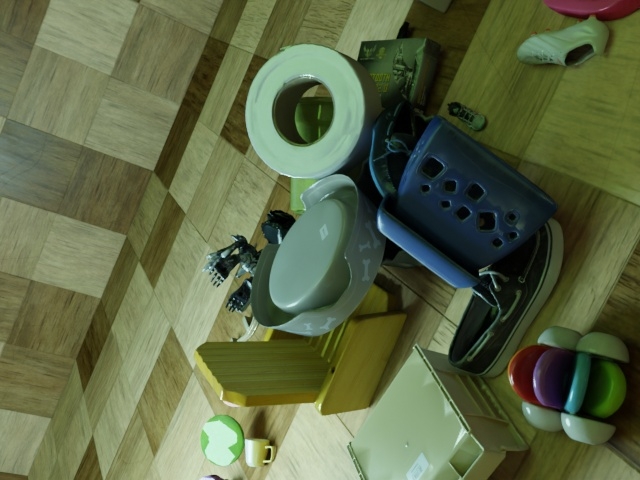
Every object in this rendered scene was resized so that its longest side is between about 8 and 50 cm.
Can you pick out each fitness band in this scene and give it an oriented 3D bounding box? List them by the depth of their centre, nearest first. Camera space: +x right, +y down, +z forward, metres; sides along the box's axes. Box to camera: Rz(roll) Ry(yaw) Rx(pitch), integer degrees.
[{"bbox_3d":[0.508,-0.503,1.390,0.209,0.054,0.291,-65,28,10],"label":"fitness band"}]

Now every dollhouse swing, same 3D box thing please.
[{"bbox_3d":[-0.064,0.192,1.699,0.347,0.305,0.315,33,102,62],"label":"dollhouse swing"}]

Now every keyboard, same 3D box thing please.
[{"bbox_3d":[0.192,-0.452,1.949,0.100,0.038,0.192,-140,69,-85],"label":"keyboard"}]

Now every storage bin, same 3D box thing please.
[{"bbox_3d":[0.193,0.361,1.334,0.262,0.123,0.260,-59,31,20],"label":"storage bin"}]

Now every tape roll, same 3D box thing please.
[{"bbox_3d":[-0.016,-0.273,1.655,0.286,0.100,0.286,1,93,26],"label":"tape roll"}]

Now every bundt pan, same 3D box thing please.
[{"bbox_3d":[0.201,-0.088,1.596,0.331,0.124,0.331,-39,41,45],"label":"bundt pan"}]

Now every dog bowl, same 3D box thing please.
[{"bbox_3d":[-0.002,0.039,1.588,0.349,0.102,0.349,-40,34,34],"label":"dog bowl"}]

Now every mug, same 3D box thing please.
[{"bbox_3d":[-0.156,0.526,1.909,0.078,0.062,0.064,163,114,-64],"label":"mug"}]

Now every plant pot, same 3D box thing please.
[{"bbox_3d":[0.230,-0.062,1.312,0.212,0.236,0.236,-52,1,13],"label":"plant pot"},{"bbox_3d":[0.035,-0.177,1.820,0.276,0.276,0.254,1,82,60],"label":"plant pot"}]

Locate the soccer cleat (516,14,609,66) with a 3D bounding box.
[{"bbox_3d":[0.435,-0.348,1.412,0.196,0.068,0.076,-8,69,56],"label":"soccer cleat"}]

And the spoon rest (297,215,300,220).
[{"bbox_3d":[0.000,0.000,1.919,0.276,0.084,0.137,3,96,59],"label":"spoon rest"}]

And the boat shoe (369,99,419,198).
[{"bbox_3d":[0.149,-0.181,1.508,0.089,0.109,0.258,-40,42,38],"label":"boat shoe"}]

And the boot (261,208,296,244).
[{"bbox_3d":[-0.096,0.053,1.983,0.246,0.094,0.207,-114,22,-59],"label":"boot"}]

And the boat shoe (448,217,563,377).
[{"bbox_3d":[0.308,0.090,1.319,0.301,0.102,0.108,-65,29,11],"label":"boat shoe"}]

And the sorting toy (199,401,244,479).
[{"bbox_3d":[-0.220,0.490,2.005,0.127,0.126,0.365,13,88,27],"label":"sorting toy"}]

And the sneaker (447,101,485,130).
[{"bbox_3d":[0.293,-0.261,1.599,0.038,0.069,0.098,-64,29,13],"label":"sneaker"}]

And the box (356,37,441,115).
[{"bbox_3d":[0.169,-0.385,1.848,0.231,0.056,0.183,16,93,51],"label":"box"}]

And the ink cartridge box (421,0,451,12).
[{"bbox_3d":[0.210,-0.655,1.880,0.100,0.172,0.237,-61,29,16],"label":"ink cartridge box"}]

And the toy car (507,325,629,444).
[{"bbox_3d":[0.352,0.203,1.134,0.182,0.136,0.159,3,75,61],"label":"toy car"}]

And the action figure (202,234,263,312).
[{"bbox_3d":[-0.195,0.076,1.824,0.141,0.164,0.275,-39,3,11],"label":"action figure"}]

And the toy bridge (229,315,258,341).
[{"bbox_3d":[-0.205,0.240,2.205,0.188,0.026,0.063,-61,31,18],"label":"toy bridge"}]
